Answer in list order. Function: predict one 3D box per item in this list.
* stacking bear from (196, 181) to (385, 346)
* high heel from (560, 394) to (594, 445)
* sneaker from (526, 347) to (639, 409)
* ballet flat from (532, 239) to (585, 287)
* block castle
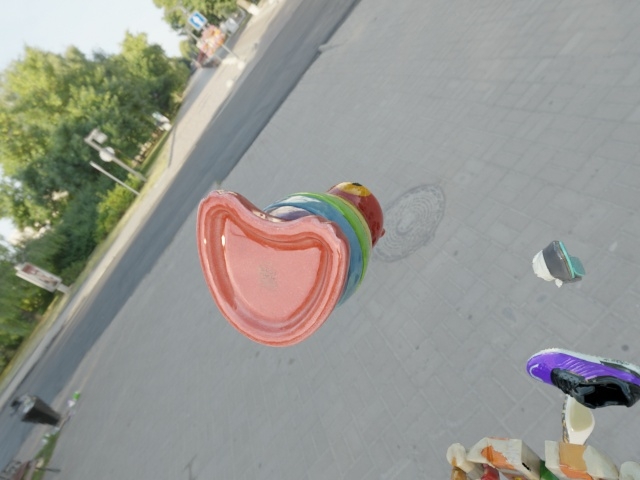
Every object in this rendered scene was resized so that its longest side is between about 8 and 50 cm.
[{"bbox_3d":[0.000,0.000,0.570,0.289,0.175,0.164,-34,-44,-59],"label":"stacking bear"},{"bbox_3d":[0.789,0.608,1.382,0.186,0.093,0.261,86,-174,-67],"label":"high heel"},{"bbox_3d":[0.698,0.381,1.174,0.293,0.102,0.146,-5,20,45],"label":"sneaker"},{"bbox_3d":[0.432,0.050,0.793,0.074,0.203,0.074,-10,73,36],"label":"ballet flat"},{"bbox_3d":[0.491,0.619,0.923,0.453,0.213,0.303,-18,39,43],"label":"block castle"}]
